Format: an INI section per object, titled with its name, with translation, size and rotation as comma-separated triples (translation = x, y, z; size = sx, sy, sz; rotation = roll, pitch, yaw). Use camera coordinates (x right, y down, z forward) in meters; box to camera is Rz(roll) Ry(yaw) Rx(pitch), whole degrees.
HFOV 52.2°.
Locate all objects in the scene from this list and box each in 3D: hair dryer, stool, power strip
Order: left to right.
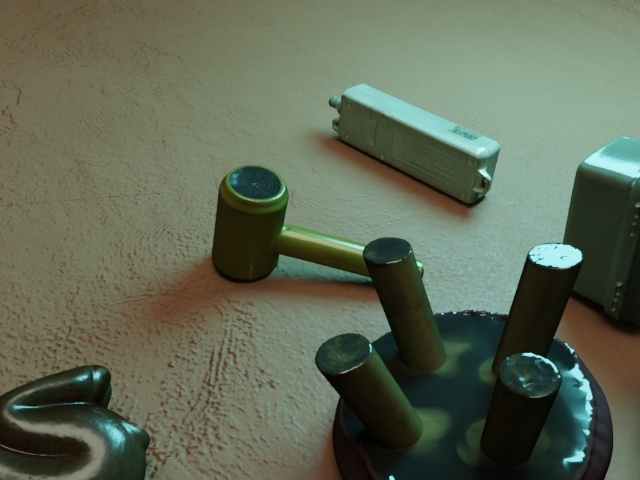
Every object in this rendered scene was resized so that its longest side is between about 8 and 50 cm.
[hair dryer]
translation = 0.000, 0.000, 0.845
size = 0.279, 0.134, 0.090
rotation = 15, 41, 1
[power strip]
translation = 0.142, -0.166, 1.061
size = 0.338, 0.098, 0.058
rotation = 32, 48, 32
[stool]
translation = 0.131, 0.123, 0.614
size = 0.272, 0.178, 0.272
rotation = -10, 33, 7

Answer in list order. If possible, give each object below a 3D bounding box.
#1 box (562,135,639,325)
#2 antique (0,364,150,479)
[box]
translation = 0.385, -0.014, 0.803
size = 0.148, 0.210, 0.129
rotation = -29, 41, -33
[antique]
translation = -0.276, 0.225, 0.566
size = 0.257, 0.121, 0.143
rotation = -20, 53, -34
